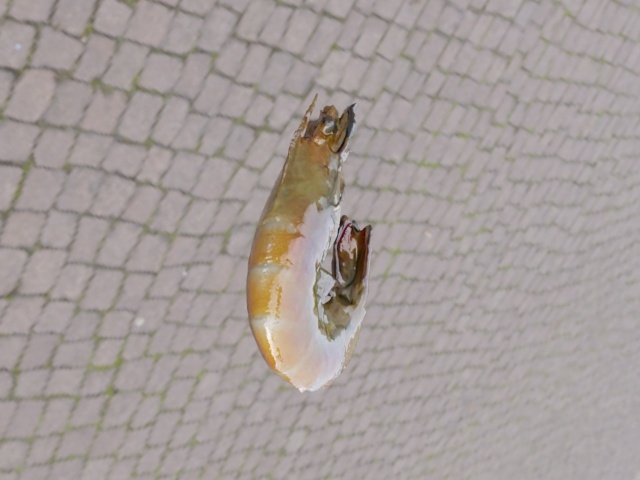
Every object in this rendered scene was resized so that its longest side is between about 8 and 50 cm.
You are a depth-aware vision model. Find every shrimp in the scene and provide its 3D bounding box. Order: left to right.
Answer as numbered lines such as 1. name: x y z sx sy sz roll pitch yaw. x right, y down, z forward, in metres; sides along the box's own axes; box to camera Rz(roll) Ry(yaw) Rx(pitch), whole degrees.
1. shrimp: 0.000 0.000 0.877 0.150 0.068 0.248 39 54 -54
